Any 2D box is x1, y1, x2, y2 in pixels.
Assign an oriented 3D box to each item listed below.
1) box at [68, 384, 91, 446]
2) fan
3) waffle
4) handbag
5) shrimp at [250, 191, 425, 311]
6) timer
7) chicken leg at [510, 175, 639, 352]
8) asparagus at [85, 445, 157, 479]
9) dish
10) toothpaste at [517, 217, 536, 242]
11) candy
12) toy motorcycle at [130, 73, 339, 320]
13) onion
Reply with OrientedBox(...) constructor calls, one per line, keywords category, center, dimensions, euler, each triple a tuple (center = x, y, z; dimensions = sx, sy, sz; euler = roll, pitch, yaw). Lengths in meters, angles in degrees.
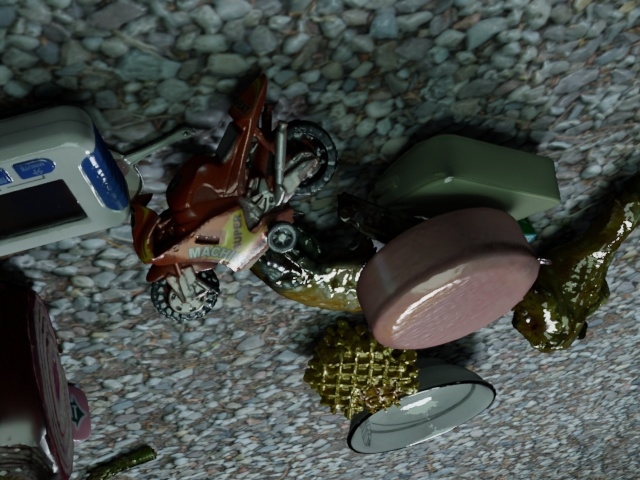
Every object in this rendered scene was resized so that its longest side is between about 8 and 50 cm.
OrientedBox(category="box", center=(-0.572, 0.349, 1.588), dimensions=(0.369, 0.112, 0.190), euler=(-33, 144, 24))
OrientedBox(category="fan", center=(-0.250, -0.087, 1.152), dimensions=(0.226, 0.008, 0.152), euler=(-25, 147, 15))
OrientedBox(category="waffle", center=(0.074, 0.233, 1.676), dimensions=(0.197, 0.070, 0.193), euler=(27, 124, -15))
OrientedBox(category="handbag", center=(0.185, -0.063, 1.346), dimensions=(0.256, 0.079, 0.219), euler=(9, 155, -35))
OrientedBox(category="shrimp", center=(0.000, 0.000, 1.298), dimensions=(0.272, 0.085, 0.445), euler=(-20, 146, 33))
OrientedBox(category="timer", center=(-0.354, -0.060, 1.072), dimensions=(0.253, 0.078, 0.178), euler=(-15, 148, 0))
OrientedBox(category="chicken leg", center=(0.408, 0.049, 1.574), dimensions=(0.211, 0.140, 0.361), euler=(-23, 144, -32))
OrientedBox(category="asparagus", center=(-0.397, 0.446, 1.901), dimensions=(0.165, 0.030, 0.036), euler=(-27, 158, 15))
OrientedBox(category="dish", center=(0.184, 0.309, 1.895), dimensions=(0.316, 0.106, 0.316), euler=(-14, 150, -8))
OrientedBox(category="toothpaste", center=(0.244, 0.041, 1.539), dimensions=(0.050, 0.065, 0.267), euler=(-2, 146, -30))
OrientedBox(category="candy", center=(0.176, 0.052, 1.295), dimensions=(0.255, 0.094, 0.255), euler=(-17, 151, -10))
OrientedBox(category="toy motorcycle", center=(-0.115, -0.039, 1.122), dimensions=(0.171, 0.089, 0.298), euler=(39, 97, -22))
OrientedBox(category="onion", center=(-0.468, 0.220, 1.267), dimensions=(0.260, 0.282, 0.337), euler=(-13, 149, -12))
